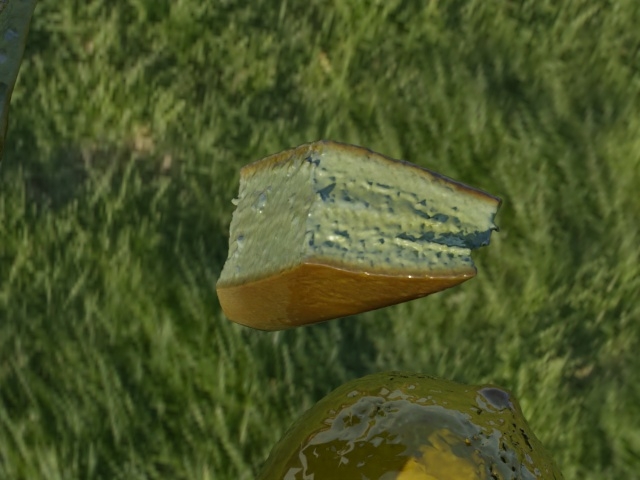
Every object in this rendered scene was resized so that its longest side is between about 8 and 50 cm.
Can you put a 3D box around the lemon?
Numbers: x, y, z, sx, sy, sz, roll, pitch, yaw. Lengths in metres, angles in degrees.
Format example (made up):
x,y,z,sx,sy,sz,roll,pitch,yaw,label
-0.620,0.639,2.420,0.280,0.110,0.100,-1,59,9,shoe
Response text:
x,y,z,sx,sy,sz,roll,pitch,yaw,label
0.061,0.248,1.325,0.258,0.258,0.310,27,82,7,lemon

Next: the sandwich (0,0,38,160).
x,y,z,sx,sy,sz,roll,pitch,yaw,label
-0.277,-0.083,1.182,0.087,0.226,0.251,14,30,0,sandwich

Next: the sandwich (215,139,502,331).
x,y,z,sx,sy,sz,roll,pitch,yaw,label
0.000,0.000,1.120,0.096,0.258,0.094,27,64,-31,sandwich
